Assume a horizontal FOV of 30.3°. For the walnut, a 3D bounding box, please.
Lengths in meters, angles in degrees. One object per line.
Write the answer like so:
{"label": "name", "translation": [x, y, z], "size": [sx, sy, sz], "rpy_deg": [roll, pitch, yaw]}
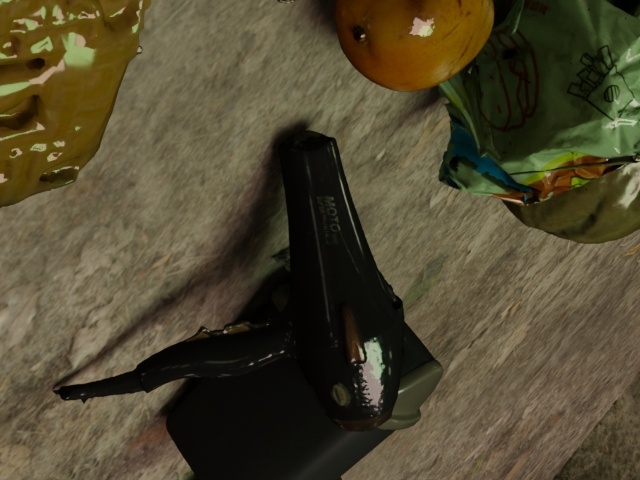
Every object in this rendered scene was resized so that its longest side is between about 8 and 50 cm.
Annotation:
{"label": "walnut", "translation": [0.330, -0.123, 1.394], "size": [0.227, 0.283, 0.283], "rpy_deg": [20, 116, -31]}

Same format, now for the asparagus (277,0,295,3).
{"label": "asparagus", "translation": [0.008, -0.234, 0.993], "size": [0.114, 0.014, 0.015], "rpy_deg": [-44, 121, -5]}

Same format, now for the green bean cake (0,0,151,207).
{"label": "green bean cake", "translation": [-0.216, -0.121, 0.684], "size": [0.229, 0.131, 0.224], "rpy_deg": [-20, 146, -41]}

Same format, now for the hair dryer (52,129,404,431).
{"label": "hair dryer", "translation": [-0.099, 0.076, 1.164], "size": [0.359, 0.120, 0.304], "rpy_deg": [-16, 108, -5]}

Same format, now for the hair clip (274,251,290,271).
{"label": "hair clip", "translation": [-0.001, -0.001, 1.320], "size": [0.115, 0.030, 0.039], "rpy_deg": [-30, 132, -33]}

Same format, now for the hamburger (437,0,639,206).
{"label": "hamburger", "translation": [0.232, -0.182, 1.213], "size": [0.150, 0.260, 0.276], "rpy_deg": [31, 69, -41]}

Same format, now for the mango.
{"label": "mango", "translation": [0.094, -0.201, 1.059], "size": [0.219, 0.112, 0.145], "rpy_deg": [-1, 125, -60]}

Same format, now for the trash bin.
{"label": "trash bin", "translation": [-0.017, 0.179, 1.362], "size": [0.290, 0.209, 0.182], "rpy_deg": [-45, 160, 12]}

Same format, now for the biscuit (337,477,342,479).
{"label": "biscuit", "translation": [-0.109, 0.412, 1.666], "size": [0.325, 0.107, 0.326], "rpy_deg": [-25, 141, -22]}
